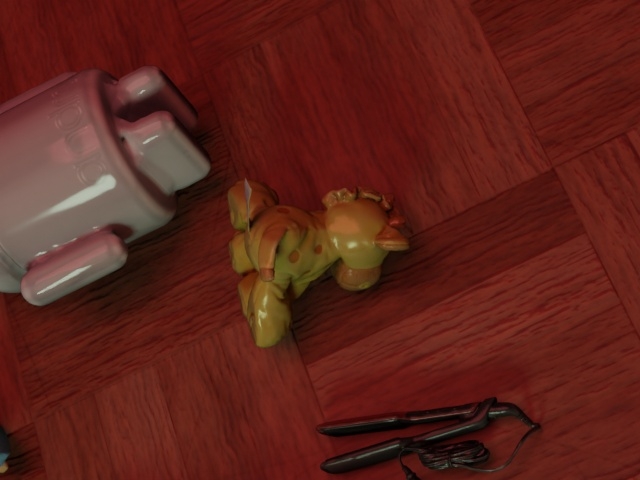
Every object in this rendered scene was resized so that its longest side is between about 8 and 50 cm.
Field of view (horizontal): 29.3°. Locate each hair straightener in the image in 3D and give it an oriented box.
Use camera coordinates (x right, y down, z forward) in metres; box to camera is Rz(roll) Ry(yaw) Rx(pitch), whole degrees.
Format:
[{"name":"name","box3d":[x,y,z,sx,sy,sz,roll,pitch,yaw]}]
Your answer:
[{"name":"hair straightener","box3d":[0.109,0.214,1.235,0.230,0.047,0.089,-10,66,13]}]

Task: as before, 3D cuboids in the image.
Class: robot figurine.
[{"name":"robot figurine","box3d":[-0.307,-0.067,1.420,0.353,0.200,0.300,-27,52,10]}]

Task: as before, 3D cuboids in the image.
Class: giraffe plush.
[{"name":"giraffe plush","box3d":[0.000,0.000,1.306,0.170,0.210,0.181,-8,59,-13]}]

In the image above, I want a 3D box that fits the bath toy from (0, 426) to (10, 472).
[{"name":"bath toy","box3d":[-0.500,0.336,1.376,0.348,0.129,0.151,-58,27,-8]}]
